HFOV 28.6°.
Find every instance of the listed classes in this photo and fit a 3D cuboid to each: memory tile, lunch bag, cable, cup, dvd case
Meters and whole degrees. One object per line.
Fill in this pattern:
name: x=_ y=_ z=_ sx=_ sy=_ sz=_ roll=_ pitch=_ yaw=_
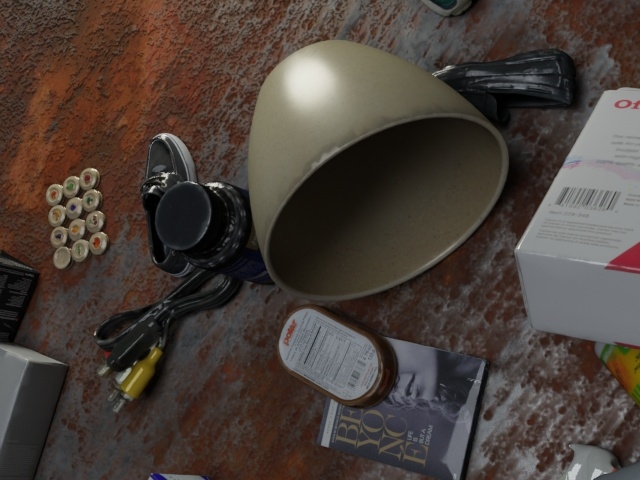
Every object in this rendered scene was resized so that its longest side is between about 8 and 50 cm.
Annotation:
memory tile: x=-0.392 y=-0.034 z=2.013 sx=0.113 sy=0.012 sz=0.148 roll=-20 pitch=71 yaw=27
lunch bag: x=0.000 y=0.000 z=1.732 sx=0.067 sy=0.065 sz=0.098 roll=-2 pitch=72 yaw=-14
cable: x=-0.234 y=0.122 z=1.880 sx=0.287 sy=0.072 sz=0.139 roll=-41 pitch=45 yaw=4
cup: x=0.040 y=-0.118 z=1.601 sx=0.331 sy=0.331 sz=0.237 roll=-40 pitch=55 yaw=18
dvd case: x=0.105 y=0.216 z=1.661 sx=0.221 sy=0.018 sz=0.165 roll=10 pitch=86 yaw=33

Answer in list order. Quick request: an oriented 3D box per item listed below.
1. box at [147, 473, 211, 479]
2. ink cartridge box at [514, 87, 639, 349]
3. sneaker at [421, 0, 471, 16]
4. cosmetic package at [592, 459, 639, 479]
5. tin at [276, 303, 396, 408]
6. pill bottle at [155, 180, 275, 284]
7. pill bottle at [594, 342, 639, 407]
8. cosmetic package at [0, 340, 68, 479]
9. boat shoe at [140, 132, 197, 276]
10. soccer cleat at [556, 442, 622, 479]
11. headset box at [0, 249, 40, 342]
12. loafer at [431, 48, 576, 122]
box: x=-0.173 y=0.388 z=1.725 sx=0.126 sy=0.137 sz=0.072 roll=38 pitch=100 yaw=31
ink cartridge box: x=0.378 y=-0.027 z=1.387 sx=0.226 sy=0.131 sz=0.306 roll=9 pitch=44 yaw=32
sneaker: x=0.109 y=-0.418 z=1.729 sx=0.275 sy=0.110 sz=0.107 roll=43 pitch=103 yaw=30
cosmetic package: x=0.487 y=0.365 z=1.276 sx=0.284 sy=0.097 sz=0.377 roll=-30 pitch=91 yaw=21
tin: x=0.018 y=0.154 z=1.698 sx=0.189 sy=0.040 sz=0.106 roll=26 pitch=91 yaw=36
pill bottle: x=-0.124 y=-0.013 z=1.725 sx=0.122 sy=0.219 sz=0.123 roll=-7 pitch=77 yaw=30
pill bottle: x=0.433 y=0.173 z=1.402 sx=0.136 sy=0.136 sz=0.246 roll=-45 pitch=62 yaw=16
cosmetic package: x=-0.501 y=0.283 z=1.967 sx=0.127 sy=0.107 sz=0.238 roll=19 pitch=88 yaw=33
boat shoe: x=-0.237 y=-0.059 z=1.887 sx=0.080 sy=0.076 sz=0.229 roll=-13 pitch=74 yaw=28
soccer cleat: x=0.298 y=0.338 z=1.498 sx=0.076 sy=0.068 sz=0.196 roll=20 pitch=84 yaw=37
headset box: x=-0.604 y=0.148 z=1.985 sx=0.110 sy=0.218 sz=0.293 roll=25 pitch=94 yaw=33
loafer: x=0.223 y=-0.192 z=1.635 sx=0.223 sy=0.076 sz=0.078 roll=-7 pitch=74 yaw=29
